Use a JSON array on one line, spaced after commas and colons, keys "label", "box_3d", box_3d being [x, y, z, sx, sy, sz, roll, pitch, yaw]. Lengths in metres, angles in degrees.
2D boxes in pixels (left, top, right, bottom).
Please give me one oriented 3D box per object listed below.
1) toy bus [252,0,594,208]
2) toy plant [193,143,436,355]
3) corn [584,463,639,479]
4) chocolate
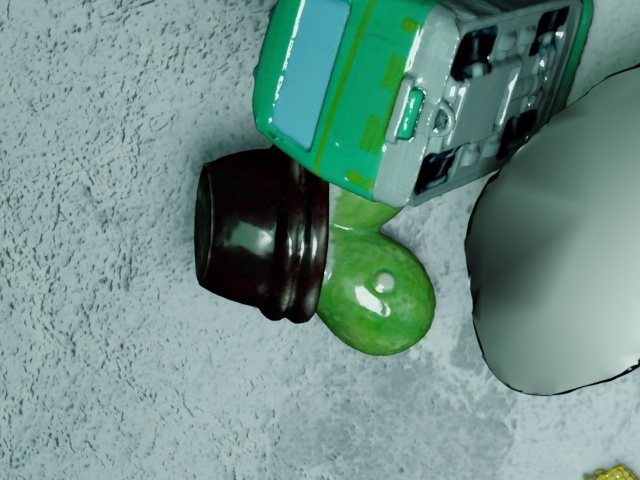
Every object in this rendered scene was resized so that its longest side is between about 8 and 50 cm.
[{"label": "toy bus", "box_3d": [0.088, -0.157, 1.663, 0.199, 0.343, 0.183, 24, 110, 21]}, {"label": "toy plant", "box_3d": [0.000, 0.000, 1.800, 0.235, 0.175, 0.218, 3, 92, -11]}, {"label": "corn", "box_3d": [0.324, 0.306, 1.795, 0.067, 0.067, 0.206, -34, 85, 17]}, {"label": "chocolate", "box_3d": [0.286, -0.016, 1.690, 0.340, 0.210, 0.225, -46, 77, 15]}]
